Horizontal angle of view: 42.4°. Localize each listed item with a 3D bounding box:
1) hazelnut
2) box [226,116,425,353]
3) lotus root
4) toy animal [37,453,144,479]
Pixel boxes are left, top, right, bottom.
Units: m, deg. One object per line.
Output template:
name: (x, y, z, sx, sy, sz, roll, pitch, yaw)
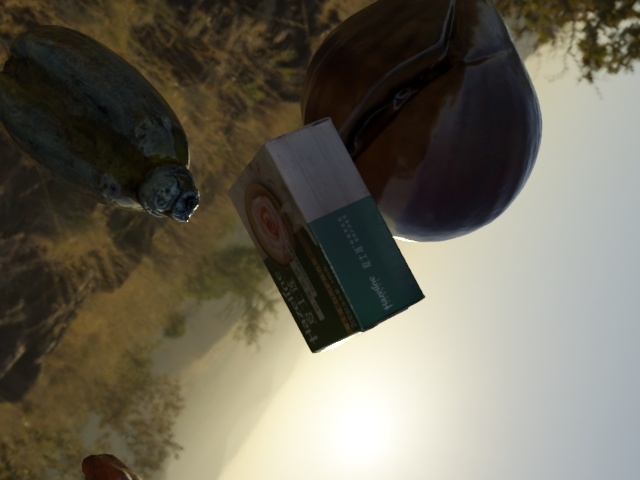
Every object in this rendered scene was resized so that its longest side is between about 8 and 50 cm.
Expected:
hazelnut: (0.140, -0.194, 1.209, 0.359, 0.359, 0.409, -56, -163, 16)
box: (0.000, 0.000, 0.801, 0.081, 0.199, 0.135, -23, 172, -26)
lotus root: (-0.238, -0.119, 0.927, 0.158, 0.322, 0.140, -54, 160, 5)
toy animal: (-0.254, 0.347, 0.771, 0.169, 0.195, 0.281, 36, 77, -46)
